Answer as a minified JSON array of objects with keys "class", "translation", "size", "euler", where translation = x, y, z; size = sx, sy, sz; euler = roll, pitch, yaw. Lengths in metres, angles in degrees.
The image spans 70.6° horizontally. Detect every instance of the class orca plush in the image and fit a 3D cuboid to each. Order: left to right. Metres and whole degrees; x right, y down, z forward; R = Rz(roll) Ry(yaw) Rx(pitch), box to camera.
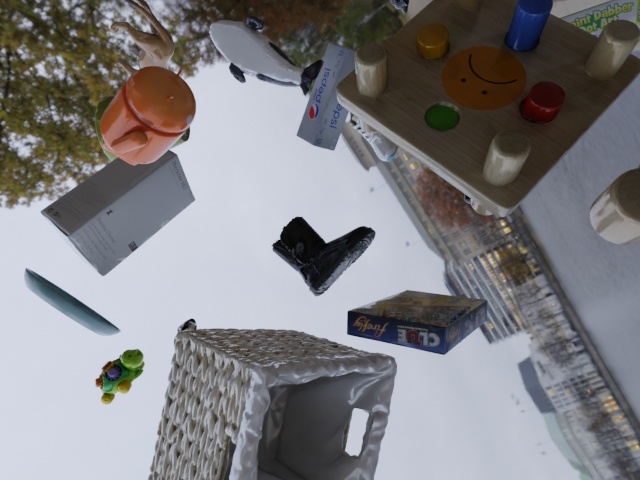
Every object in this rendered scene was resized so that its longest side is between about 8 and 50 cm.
[{"class":"orca plush","translation":[-0.120,-0.448,1.073],"size":[0.102,0.287,0.151],"euler":[-45,-31,-52]}]

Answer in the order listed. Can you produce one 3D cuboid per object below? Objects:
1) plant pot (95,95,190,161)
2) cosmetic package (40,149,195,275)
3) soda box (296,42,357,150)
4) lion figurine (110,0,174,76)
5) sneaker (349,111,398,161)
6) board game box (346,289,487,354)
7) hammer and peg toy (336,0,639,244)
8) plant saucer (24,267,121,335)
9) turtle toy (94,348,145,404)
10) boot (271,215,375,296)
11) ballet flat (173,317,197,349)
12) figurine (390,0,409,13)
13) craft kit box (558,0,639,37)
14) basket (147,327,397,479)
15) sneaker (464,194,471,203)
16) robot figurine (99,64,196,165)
[{"class":"plant pot","translation":[-0.696,-0.459,1.835],"size":[0.275,0.294,0.274],"euler":[-4,-90,-82]},{"class":"cosmetic package","translation":[-0.591,-0.107,1.371],"size":[0.156,0.385,0.217],"euler":[32,153,25]},{"class":"soda box","translation":[0.032,-0.420,1.334],"size":[0.091,0.286,0.098],"euler":[4,-155,-41]},{"class":"lion figurine","translation":[-0.531,-0.579,1.446],"size":[0.240,0.142,0.392],"euler":[39,159,-3]},{"class":"sneaker","translation":[0.133,-0.306,1.212],"size":[0.092,0.087,0.228],"euler":[-8,-115,-29]},{"class":"board game box","translation":[0.177,0.132,0.787],"size":[0.243,0.165,0.042],"euler":[-5,-82,-56]},{"class":"hammer and peg toy","translation":[0.233,-0.156,0.515],"size":[0.361,0.266,0.127],"euler":[41,168,21]},{"class":"plant saucer","translation":[-0.732,0.192,1.325],"size":[0.317,0.318,0.043],"euler":[46,-114,-30]},{"class":"turtle toy","translation":[-0.419,0.276,0.953],"size":[0.066,0.130,0.095],"euler":[52,-166,-17]},{"class":"boot","translation":[0.000,0.000,1.231],"size":[0.207,0.246,0.094],"euler":[48,-166,21]},{"class":"ballet flat","translation":[-0.451,0.324,1.540],"size":[0.077,0.079,0.221],"euler":[30,-175,-19]},{"class":"figurine","translation":[0.232,-0.842,1.422],"size":[0.209,0.092,0.215],"euler":[65,-168,-6]},{"class":"craft kit box","translation":[0.400,-0.342,0.766],"size":[0.246,0.250,0.060],"euler":[-65,-42,-76]},{"class":"basket","translation":[-0.079,0.332,0.797],"size":[0.331,0.267,0.328],"euler":[11,-90,-45]},{"class":"sneaker","translation":[0.459,-0.180,1.268],"size":[0.234,0.106,0.078],"euler":[88,-166,-48]},{"class":"robot figurine","translation":[-0.310,-0.221,0.815],"size":[0.158,0.219,0.128],"euler":[-29,-91,-52]}]
